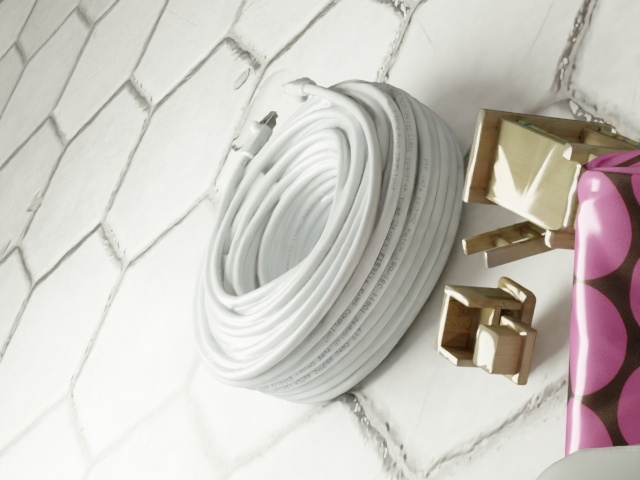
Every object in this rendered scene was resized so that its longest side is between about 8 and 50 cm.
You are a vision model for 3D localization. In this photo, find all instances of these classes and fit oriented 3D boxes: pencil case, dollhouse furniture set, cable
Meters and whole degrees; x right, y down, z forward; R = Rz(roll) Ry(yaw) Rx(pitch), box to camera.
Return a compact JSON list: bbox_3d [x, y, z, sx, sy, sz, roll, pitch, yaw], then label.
[{"bbox_3d":[0.163,0.063,0.677,0.095,0.098,0.209,-36,-51,-78],"label":"pencil case"},{"bbox_3d":[0.160,0.025,0.834,0.182,0.101,0.161,-142,60,-63],"label":"dollhouse furniture set"},{"bbox_3d":[0.000,0.000,1.104,0.257,0.089,0.257,9,71,61],"label":"cable"}]

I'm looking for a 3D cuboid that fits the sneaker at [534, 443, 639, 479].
[{"bbox_3d":[0.227,0.093,0.569,0.305,0.114,0.152,-6,48,35],"label":"sneaker"}]
